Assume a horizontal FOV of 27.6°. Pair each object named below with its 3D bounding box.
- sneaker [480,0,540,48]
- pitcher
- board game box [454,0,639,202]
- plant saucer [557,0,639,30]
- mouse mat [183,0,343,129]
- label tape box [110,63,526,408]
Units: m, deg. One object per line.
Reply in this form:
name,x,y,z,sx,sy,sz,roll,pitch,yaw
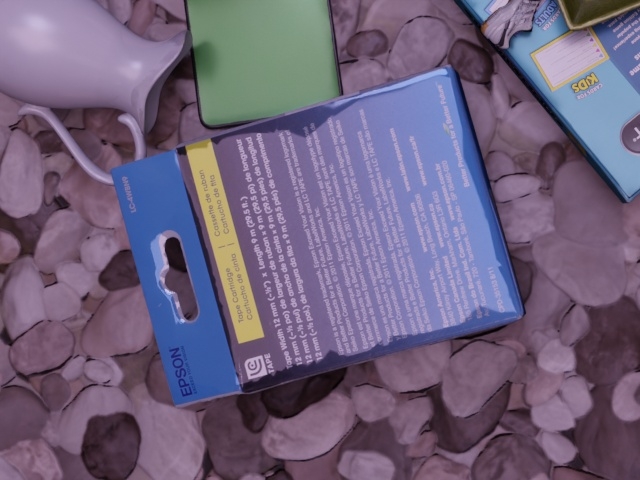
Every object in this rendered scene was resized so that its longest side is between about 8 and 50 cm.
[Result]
sneaker,0.189,-0.212,1.207,0.083,0.032,0.037,-43,98,12
pitcher,-0.253,-0.162,1.308,0.207,0.125,0.178,20,99,-1
board game box,0.283,-0.243,1.245,0.254,0.079,0.336,-39,85,7
plant saucer,0.281,-0.306,1.181,0.188,0.045,0.188,-21,88,8
mouse mat,-0.061,-0.216,1.333,0.152,0.007,0.190,-7,88,8
label tape box,0.000,0.000,1.275,0.347,0.115,0.249,-16,88,11
